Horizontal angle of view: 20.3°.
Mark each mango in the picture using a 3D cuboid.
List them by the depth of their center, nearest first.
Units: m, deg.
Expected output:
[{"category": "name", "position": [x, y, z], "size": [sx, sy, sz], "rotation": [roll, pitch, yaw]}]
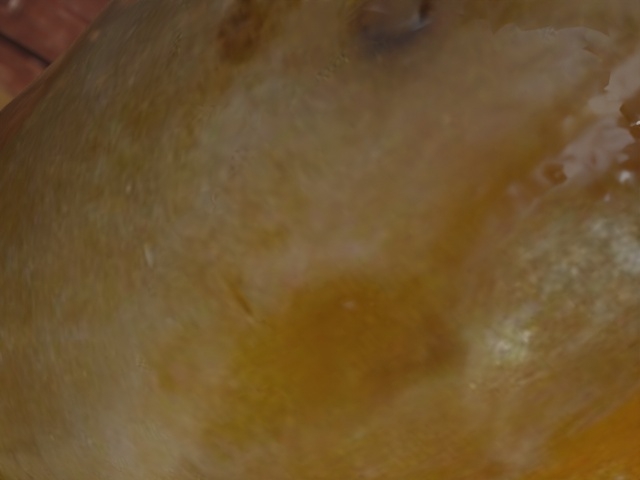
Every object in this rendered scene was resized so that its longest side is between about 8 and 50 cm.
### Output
[{"category": "mango", "position": [0.000, 0.000, 0.516], "size": [0.199, 0.384, 0.221], "rotation": [57, 34, -18]}]
